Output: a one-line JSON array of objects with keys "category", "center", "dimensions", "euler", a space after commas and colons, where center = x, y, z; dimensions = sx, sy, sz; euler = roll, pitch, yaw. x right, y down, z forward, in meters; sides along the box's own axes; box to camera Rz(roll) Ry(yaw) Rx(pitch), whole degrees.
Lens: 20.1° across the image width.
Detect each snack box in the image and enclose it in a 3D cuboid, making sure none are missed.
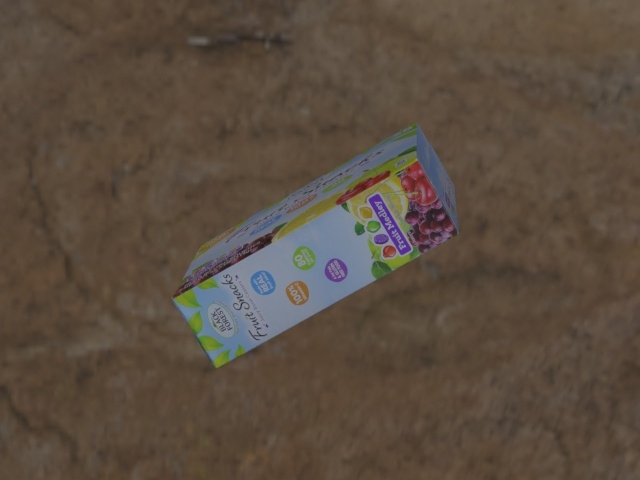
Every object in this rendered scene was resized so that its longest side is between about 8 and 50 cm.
[{"category": "snack box", "center": [0.000, 0.000, 1.366], "dimensions": [0.207, 0.174, 0.070], "euler": [-28, 99, 9]}]
